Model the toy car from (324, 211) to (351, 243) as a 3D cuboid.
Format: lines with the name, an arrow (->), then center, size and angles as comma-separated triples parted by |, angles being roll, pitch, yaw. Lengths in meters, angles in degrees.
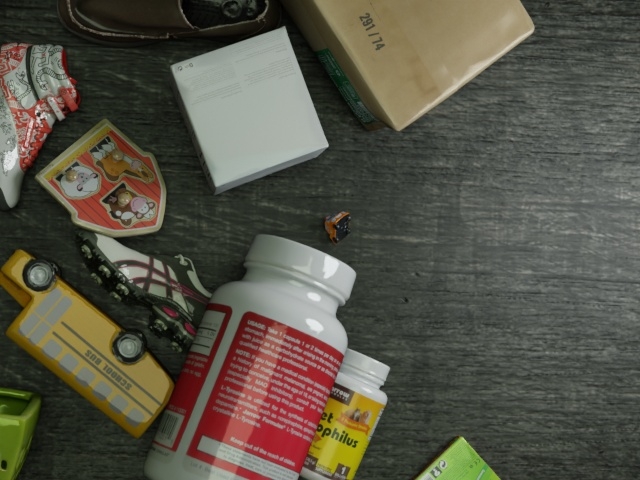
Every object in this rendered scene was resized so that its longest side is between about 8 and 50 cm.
toy car -> 0.000, 0.000, 1.961 | 0.040, 0.060, 0.122 | 37, 75, 28

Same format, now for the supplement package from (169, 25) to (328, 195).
supplement package -> -0.118, -0.204, 1.907 | 0.194, 0.149, 0.203 | -20, 90, -8

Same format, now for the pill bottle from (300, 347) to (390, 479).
pill bottle -> 0.032, 0.286, 1.917 | 0.117, 0.117, 0.215 | 25, 84, -5

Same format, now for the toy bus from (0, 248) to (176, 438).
toy bus -> -0.376, 0.157, 1.879 | 0.332, 0.108, 0.130 | 39, 85, -4

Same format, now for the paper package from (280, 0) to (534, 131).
paper package -> 0.126, -0.385, 1.915 | 0.309, 0.168, 0.325 | -36, 102, -7

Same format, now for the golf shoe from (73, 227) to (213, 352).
golf shoe -> -0.275, 0.059, 1.912 | 0.273, 0.105, 0.120 | 43, 68, -9

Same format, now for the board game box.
board game box -> 0.274, 0.462, 1.979 | 0.124, 0.039, 0.259 | -42, 90, -7

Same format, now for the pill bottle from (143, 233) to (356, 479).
pill bottle -> -0.096, 0.209, 1.828 | 0.229, 0.229, 0.408 | 23, 79, -5

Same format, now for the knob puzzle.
knob puzzle -> -0.326, -0.087, 1.891 | 0.213, 0.030, 0.213 | 12, 59, -21

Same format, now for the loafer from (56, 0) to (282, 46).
loafer -> -0.240, -0.390, 1.912 | 0.365, 0.130, 0.134 | -2, 87, -7

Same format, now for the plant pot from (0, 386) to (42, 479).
plant pot -> -0.557, 0.332, 1.793 | 0.228, 0.227, 0.207 | 10, 92, -7

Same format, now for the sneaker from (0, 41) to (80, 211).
sneaker -> -0.457, -0.184, 1.895 | 0.145, 0.090, 0.270 | -4, 85, -5
